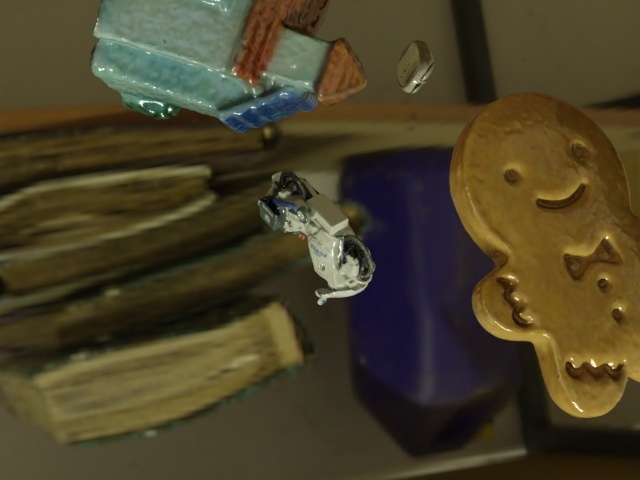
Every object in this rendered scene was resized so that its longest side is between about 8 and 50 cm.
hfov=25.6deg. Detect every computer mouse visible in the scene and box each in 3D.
[{"bbox_3d":[0.142,-0.251,2.055,0.039,0.096,0.066,21,123,-22],"label":"computer mouse"}]

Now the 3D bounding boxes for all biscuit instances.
[{"bbox_3d":[0.269,0.006,1.506,0.275,0.354,0.052,-15,170,-29],"label":"biscuit"}]

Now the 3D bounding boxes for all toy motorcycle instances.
[{"bbox_3d":[0.000,0.000,1.988,0.102,0.221,0.150,-28,147,-25],"label":"toy motorcycle"}]

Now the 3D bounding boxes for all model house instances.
[{"bbox_3d":[-0.076,-0.273,1.719,0.329,0.294,0.252,17,177,12],"label":"model house"}]
